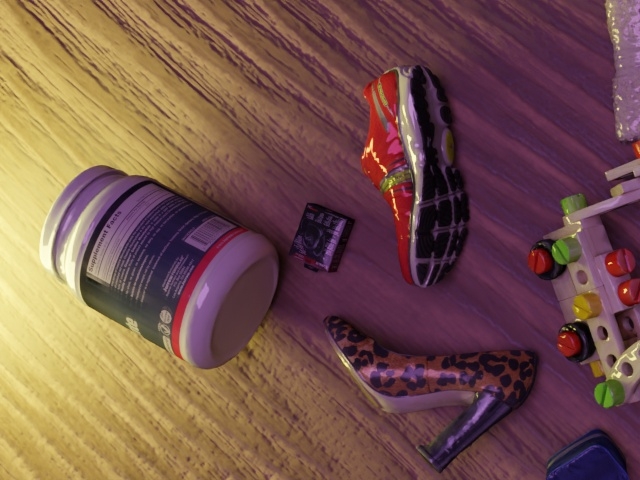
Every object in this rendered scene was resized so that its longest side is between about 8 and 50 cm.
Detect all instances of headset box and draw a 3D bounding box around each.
[{"bbox_3d":[0.000,0.000,1.620,0.062,0.032,0.083,22,99,22],"label":"headset box"}]

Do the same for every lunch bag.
[{"bbox_3d":[0.313,0.276,1.470,0.098,0.065,0.067,-36,92,17],"label":"lunch bag"}]

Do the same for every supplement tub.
[{"bbox_3d":[-0.209,0.031,1.622,0.272,0.191,0.191,27,99,21],"label":"supplement tub"}]

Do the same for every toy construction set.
[{"bbox_3d":[0.356,0.048,1.397,0.215,0.151,0.328,-29,62,56],"label":"toy construction set"}]

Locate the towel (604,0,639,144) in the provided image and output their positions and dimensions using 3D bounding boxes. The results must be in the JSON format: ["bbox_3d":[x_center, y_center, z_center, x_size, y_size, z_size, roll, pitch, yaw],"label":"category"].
[{"bbox_3d":[0.472,-0.212,1.418,0.282,0.049,0.187,-4,87,23],"label":"towel"}]

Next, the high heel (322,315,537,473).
[{"bbox_3d":[0.136,0.141,1.555,0.186,0.093,0.261,-41,61,-6],"label":"high heel"}]

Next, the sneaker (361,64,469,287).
[{"bbox_3d":[0.108,-0.077,1.557,0.118,0.107,0.279,-9,83,41],"label":"sneaker"}]
